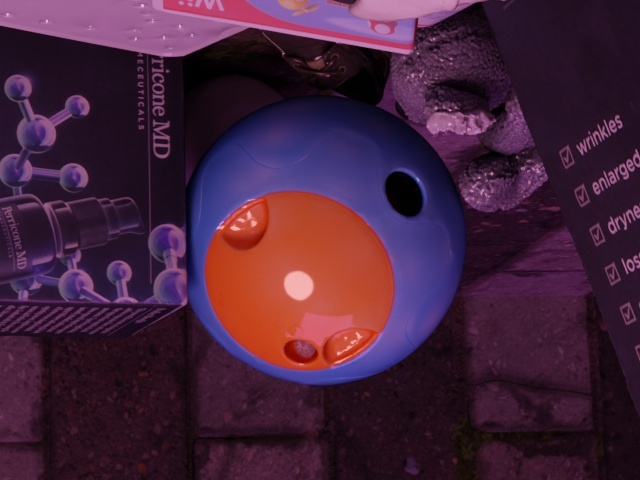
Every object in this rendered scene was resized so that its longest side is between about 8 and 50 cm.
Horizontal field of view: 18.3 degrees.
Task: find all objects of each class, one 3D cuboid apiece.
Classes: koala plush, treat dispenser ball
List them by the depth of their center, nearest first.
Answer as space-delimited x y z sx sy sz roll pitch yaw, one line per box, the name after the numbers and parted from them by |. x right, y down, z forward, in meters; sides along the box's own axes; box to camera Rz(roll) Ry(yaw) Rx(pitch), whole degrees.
0.147 -0.158 1.864 0.203 0.196 0.221 -33 151 33 | koala plush
0.000 0.000 1.966 0.288 0.288 0.288 -2 169 0 | treat dispenser ball

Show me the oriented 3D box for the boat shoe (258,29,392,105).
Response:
0.010 -0.184 1.951 0.080 0.073 0.223 -9 168 28 | boat shoe

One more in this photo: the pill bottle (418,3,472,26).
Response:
0.114 -0.240 1.658 0.087 0.087 0.160 4 167 -29 | pill bottle

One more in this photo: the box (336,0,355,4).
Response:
-0.071 -0.264 1.182 0.247 0.163 0.142 15 167 -5 | box

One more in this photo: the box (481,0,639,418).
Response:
0.380 -0.088 1.235 0.297 0.471 0.480 -17 170 -26 | box

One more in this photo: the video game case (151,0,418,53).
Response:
-0.024 -0.244 1.389 0.204 0.025 0.285 10 147 5 | video game case

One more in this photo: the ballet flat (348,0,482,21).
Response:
0.129 -0.230 1.197 0.139 0.139 0.400 2 152 -20 | ballet flat

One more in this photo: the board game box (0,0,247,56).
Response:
-0.172 -0.251 1.632 0.390 0.050 0.390 8 165 -37 | board game box

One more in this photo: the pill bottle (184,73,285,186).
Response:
-0.185 -0.063 2.230 0.188 0.188 0.334 8 164 -43 | pill bottle

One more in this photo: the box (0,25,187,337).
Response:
-0.344 -0.066 1.915 0.395 0.293 0.212 2 168 -21 | box
